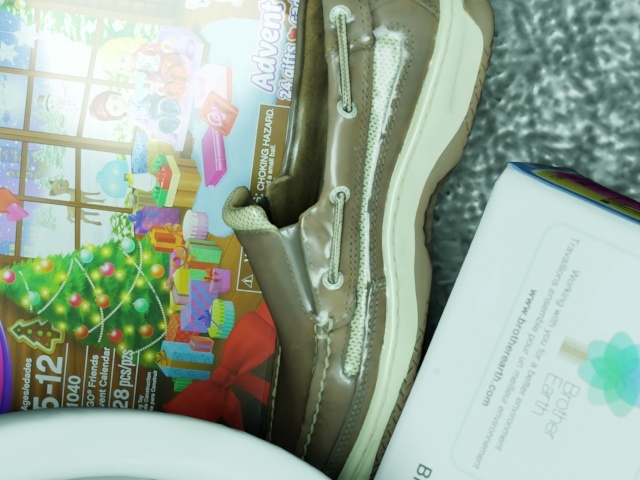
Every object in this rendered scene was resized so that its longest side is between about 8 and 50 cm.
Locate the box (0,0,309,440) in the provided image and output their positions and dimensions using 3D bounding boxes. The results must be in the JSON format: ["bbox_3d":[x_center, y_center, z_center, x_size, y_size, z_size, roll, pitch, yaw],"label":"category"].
[{"bbox_3d":[-0.108,-0.048,0.584,0.201,0.057,0.293,7,102,-3],"label":"box"}]

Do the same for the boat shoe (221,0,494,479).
[{"bbox_3d":[-0.003,-0.001,0.534,0.095,0.095,0.257,11,94,-20],"label":"boat shoe"}]

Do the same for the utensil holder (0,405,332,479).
[{"bbox_3d":[-0.183,0.227,0.463,0.385,0.327,0.327,-8,96,50],"label":"utensil holder"}]

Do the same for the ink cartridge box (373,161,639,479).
[{"bbox_3d":[0.217,0.166,0.480,0.395,0.151,0.270,26,104,22],"label":"ink cartridge box"}]
